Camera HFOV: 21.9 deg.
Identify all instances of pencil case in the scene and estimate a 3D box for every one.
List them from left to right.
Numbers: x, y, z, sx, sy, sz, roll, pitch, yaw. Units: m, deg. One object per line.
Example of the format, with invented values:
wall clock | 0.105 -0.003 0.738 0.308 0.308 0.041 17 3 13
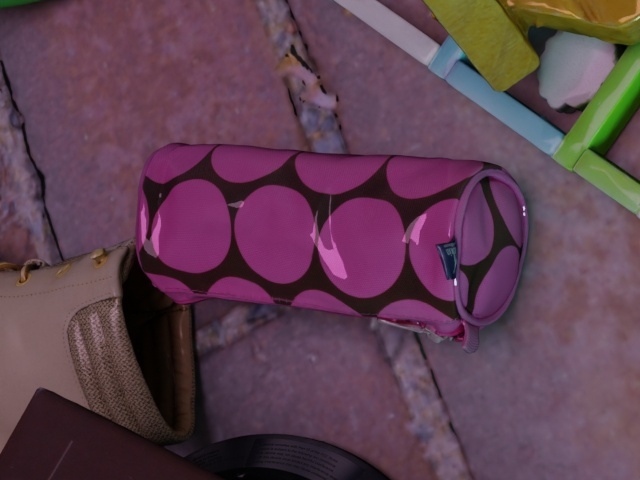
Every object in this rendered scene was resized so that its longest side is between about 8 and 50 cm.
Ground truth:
pencil case | 0.000 0.000 0.884 0.209 0.095 0.098 6 89 32

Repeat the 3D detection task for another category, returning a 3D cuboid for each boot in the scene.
boot | -0.184 0.021 0.979 0.203 0.095 0.262 -21 75 26

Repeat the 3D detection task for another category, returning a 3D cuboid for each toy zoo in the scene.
toy zoo | 0.121 -0.161 0.871 0.293 0.030 0.192 40 102 27

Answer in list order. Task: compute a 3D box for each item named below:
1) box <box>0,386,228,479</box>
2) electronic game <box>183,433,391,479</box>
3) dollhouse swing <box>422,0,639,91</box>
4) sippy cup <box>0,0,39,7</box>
box | -0.008 0.235 0.761 0.381 0.143 0.191 21 76 29
electronic game | -0.032 0.219 0.894 0.229 0.048 0.229 -7 74 24
dollhouse swing | 0.110 -0.313 0.714 0.347 0.305 0.315 -33 65 12
sippy cup | -0.211 -0.292 0.975 0.240 0.305 0.224 -43 50 49
